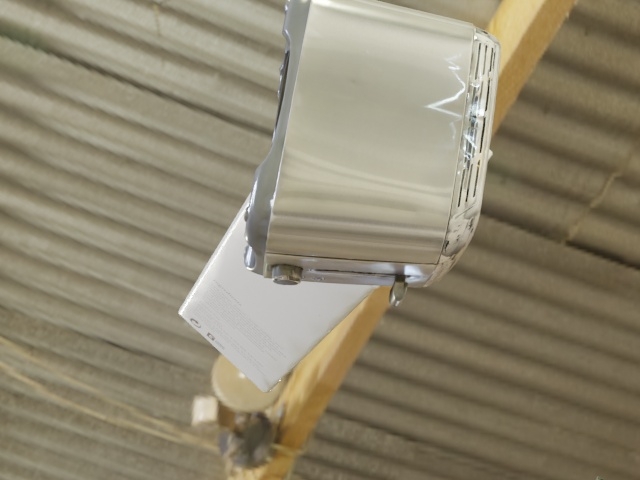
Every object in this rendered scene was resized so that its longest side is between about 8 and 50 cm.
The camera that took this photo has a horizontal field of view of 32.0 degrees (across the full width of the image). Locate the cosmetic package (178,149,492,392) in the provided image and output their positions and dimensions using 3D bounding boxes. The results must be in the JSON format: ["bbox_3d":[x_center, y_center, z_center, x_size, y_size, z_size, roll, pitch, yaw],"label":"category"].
[{"bbox_3d":[0.000,0.000,1.212,0.156,0.217,0.385,43,-27,0],"label":"cosmetic package"}]

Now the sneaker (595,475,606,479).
[{"bbox_3d":[0.336,0.363,1.296,0.100,0.108,0.271,39,-18,32],"label":"sneaker"}]

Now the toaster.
[{"bbox_3d":[0.035,-0.071,0.754,0.146,0.227,0.129,10,-18,-2],"label":"toaster"}]
